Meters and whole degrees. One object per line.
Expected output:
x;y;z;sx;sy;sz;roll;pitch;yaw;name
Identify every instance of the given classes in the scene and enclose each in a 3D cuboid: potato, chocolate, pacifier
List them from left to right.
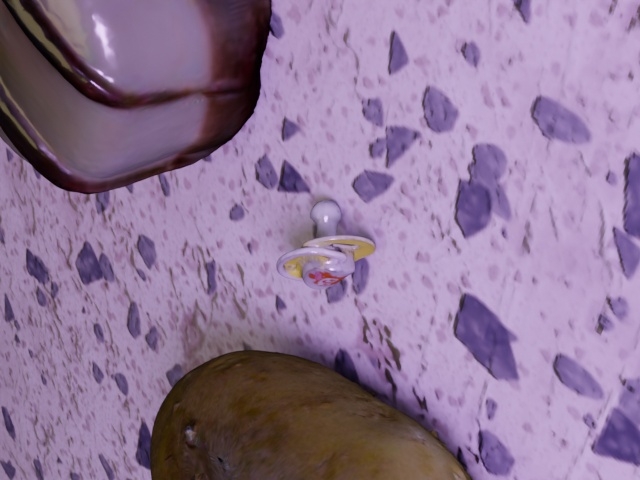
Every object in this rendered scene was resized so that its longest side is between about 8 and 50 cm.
-0.186;-0.177;1.031;0.283;0.186;0.284;27;127;43;chocolate
-0.012;0.196;0.990;0.307;0.173;0.210;38;98;45;potato
0.000;0.000;0.992;0.083;0.068;0.064;-37;51;54;pacifier
